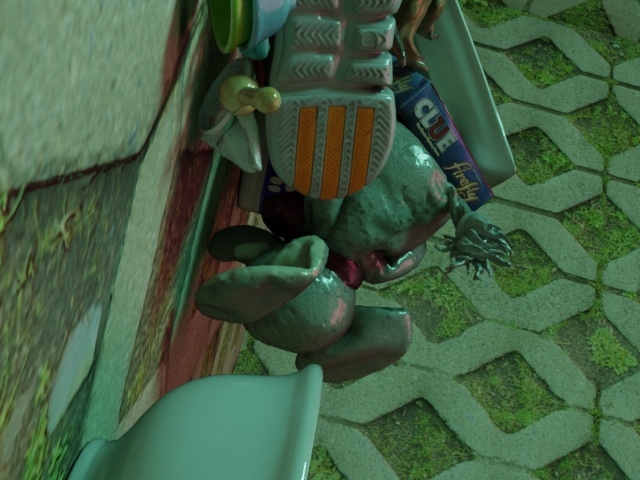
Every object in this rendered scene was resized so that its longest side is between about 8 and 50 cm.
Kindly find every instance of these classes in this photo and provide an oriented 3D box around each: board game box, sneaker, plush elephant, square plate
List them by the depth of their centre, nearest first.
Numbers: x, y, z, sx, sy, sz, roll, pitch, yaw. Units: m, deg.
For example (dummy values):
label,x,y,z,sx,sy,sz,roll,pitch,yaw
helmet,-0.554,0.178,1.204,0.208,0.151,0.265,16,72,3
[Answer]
label,x,y,z,sx,sy,sz,roll,pitch,yaw
sneaker,-0.004,-0.205,0.697,0.180,0.124,0.321,-116,-146,-60
plush elephant,0.000,0.000,0.956,0.330,0.255,0.272,50,-2,43
board game box,0.077,-0.141,1.032,0.042,0.165,0.243,-39,-141,-1
square plate,0.116,-0.209,1.166,0.344,0.049,0.347,124,-54,-83

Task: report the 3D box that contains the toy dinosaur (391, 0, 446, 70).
label,x,y,z,sx,sy,sz,roll,pitch,yaw
toy dinosaur,0.077,-0.282,0.889,0.296,0.127,0.200,-65,174,-51

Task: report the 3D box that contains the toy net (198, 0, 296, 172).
label,x,y,z,sx,sy,sz,roll,pitch,yaw
toy net,-0.060,-0.128,0.624,0.232,0.045,0.122,112,-35,-60

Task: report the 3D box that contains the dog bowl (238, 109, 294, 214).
label,x,y,z,sx,sy,sz,roll,pitch,yaw
dog bowl,-0.026,-0.157,1.276,0.265,0.104,0.265,-165,-90,-89

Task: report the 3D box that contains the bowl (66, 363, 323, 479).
label,x,y,z,sx,sy,sz,roll,pitch,yaw
bowl,-0.097,0.207,0.593,0.298,0.134,0.298,-165,-90,-90
